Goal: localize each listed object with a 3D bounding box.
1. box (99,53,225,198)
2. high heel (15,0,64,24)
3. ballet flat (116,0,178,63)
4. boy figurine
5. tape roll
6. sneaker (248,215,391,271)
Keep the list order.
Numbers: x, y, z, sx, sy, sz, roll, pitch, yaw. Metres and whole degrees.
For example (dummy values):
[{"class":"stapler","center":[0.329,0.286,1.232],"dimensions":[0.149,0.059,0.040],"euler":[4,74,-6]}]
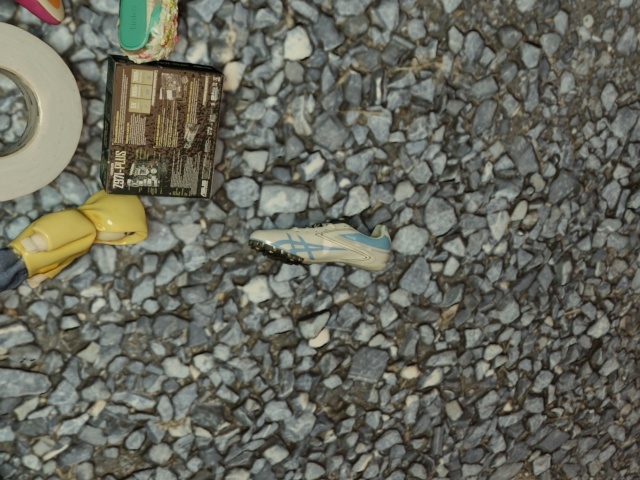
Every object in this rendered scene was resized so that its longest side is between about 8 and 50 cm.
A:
[{"class":"box","center":[-0.221,-0.155,1.063],"dimensions":[0.148,0.077,0.180],"euler":[1,110,-23]},{"class":"high heel","center":[-0.423,-0.341,0.920],"dimensions":[0.117,0.082,0.244],"euler":[-22,136,19]},{"class":"ballet flat","center":[-0.211,-0.344,0.989],"dimensions":[0.077,0.091,0.240],"euler":[2,100,-65]},{"class":"boy figurine","center":[-0.366,0.020,1.040],"dimensions":[0.285,0.177,0.092],"euler":[-31,83,-32]},{"class":"tape roll","center":[-0.413,-0.159,0.955],"dimensions":[0.219,0.072,0.219],"euler":[-6,101,-32]},{"class":"sneaker","center":[0.000,0.000,1.225],"dimensions":[0.237,0.085,0.086],"euler":[5,83,-20]}]
